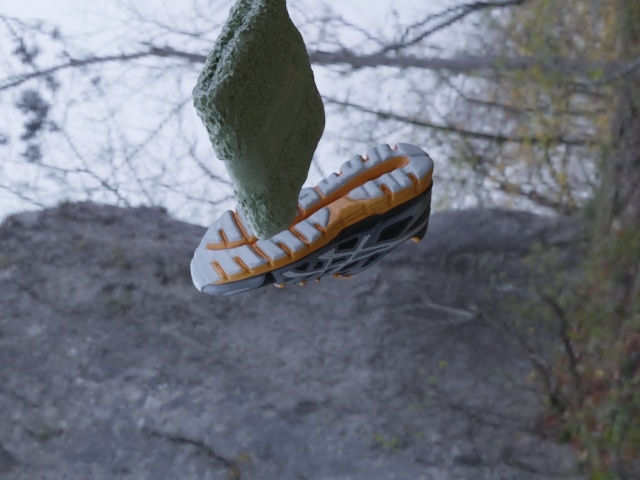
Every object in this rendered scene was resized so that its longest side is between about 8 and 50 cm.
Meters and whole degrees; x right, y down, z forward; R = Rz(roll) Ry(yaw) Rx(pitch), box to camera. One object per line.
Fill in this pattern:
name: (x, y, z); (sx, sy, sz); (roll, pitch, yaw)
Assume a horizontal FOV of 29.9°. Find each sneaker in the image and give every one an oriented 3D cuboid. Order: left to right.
sneaker: (0.000, 0.000, 0.970); (0.215, 0.084, 0.083); (-22, -48, -8)

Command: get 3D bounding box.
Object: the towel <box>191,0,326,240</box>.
towel: (-0.030, -0.081, 0.698); (0.148, 0.027, 0.110); (-71, -36, -51)
